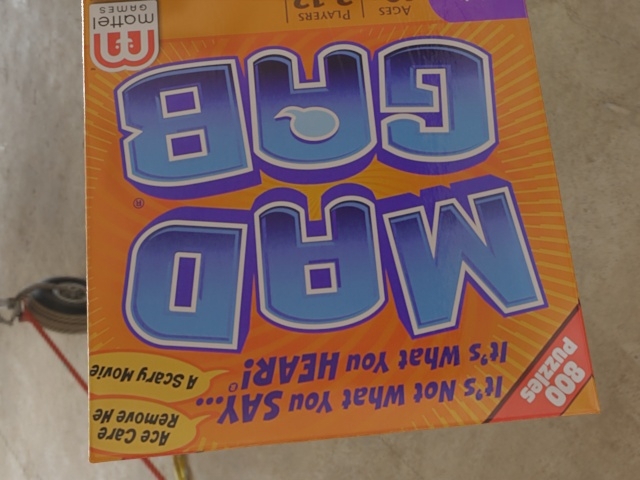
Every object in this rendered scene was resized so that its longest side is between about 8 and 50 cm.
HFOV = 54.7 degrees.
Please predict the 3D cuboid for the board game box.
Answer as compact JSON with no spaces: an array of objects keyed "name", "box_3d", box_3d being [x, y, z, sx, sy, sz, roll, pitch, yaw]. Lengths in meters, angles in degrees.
[{"name":"board game box","box_3d":[0.000,0.000,0.625,0.356,0.356,0.356,96,169,-77]}]
